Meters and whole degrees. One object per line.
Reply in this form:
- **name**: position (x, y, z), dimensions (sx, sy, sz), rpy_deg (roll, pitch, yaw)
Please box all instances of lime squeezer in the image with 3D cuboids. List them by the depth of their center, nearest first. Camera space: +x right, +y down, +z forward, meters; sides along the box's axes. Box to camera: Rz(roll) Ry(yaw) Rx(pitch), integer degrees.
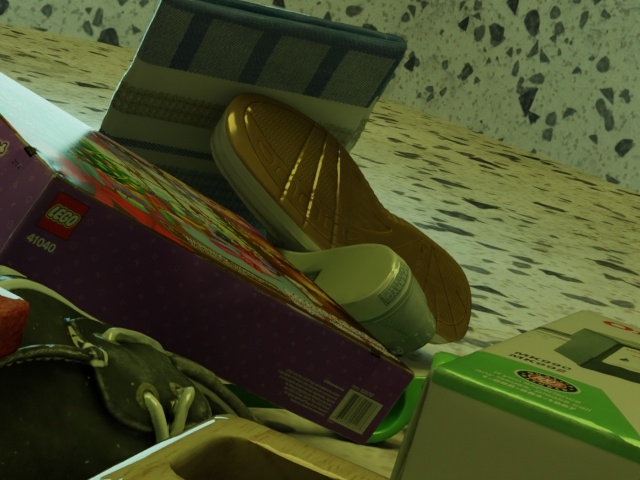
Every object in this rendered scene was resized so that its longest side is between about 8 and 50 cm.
- **lime squeezer**: position (0.035, 0.095, 1.005), dimensions (0.110, 0.059, 0.310), rpy_deg (24, 15, 41)

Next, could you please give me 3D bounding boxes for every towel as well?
- **towel**: position (-0.078, -0.068, 1.173), dimensions (0.209, 0.285, 0.034), rpy_deg (7, 45, -28)

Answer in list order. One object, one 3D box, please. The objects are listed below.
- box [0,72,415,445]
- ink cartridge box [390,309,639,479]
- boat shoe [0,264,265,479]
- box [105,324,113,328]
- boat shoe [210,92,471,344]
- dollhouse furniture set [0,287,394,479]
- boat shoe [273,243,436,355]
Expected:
- **box**: position (-0.099, -0.001, 0.848), dimensions (0.293, 0.057, 0.201), rpy_deg (32, 6, -46)
- **ink cartridge box**: position (0.181, 0.135, 0.813), dimensions (0.211, 0.122, 0.289), rpy_deg (19, 11, 21)
- **boat shoe**: position (-0.095, 0.078, 0.632), dimensions (0.119, 0.121, 0.335), rpy_deg (14, 0, 14)
- **box**: position (-0.219, -0.008, 1.046), dimensions (0.207, 0.108, 0.153), rpy_deg (20, 13, 30)
- **boat shoe**: position (0.000, 0.000, 1.167), dimensions (0.096, 0.098, 0.277), rpy_deg (-20, -51, 39)
- **dollhouse furniture set**: position (-0.062, 0.136, 0.312), dimensions (0.374, 0.201, 0.152), rpy_deg (24, 12, 14)
- **boat shoe**: position (-0.012, 0.054, 1.086), dimensions (0.227, 0.079, 0.081), rpy_deg (-3, -48, 48)
